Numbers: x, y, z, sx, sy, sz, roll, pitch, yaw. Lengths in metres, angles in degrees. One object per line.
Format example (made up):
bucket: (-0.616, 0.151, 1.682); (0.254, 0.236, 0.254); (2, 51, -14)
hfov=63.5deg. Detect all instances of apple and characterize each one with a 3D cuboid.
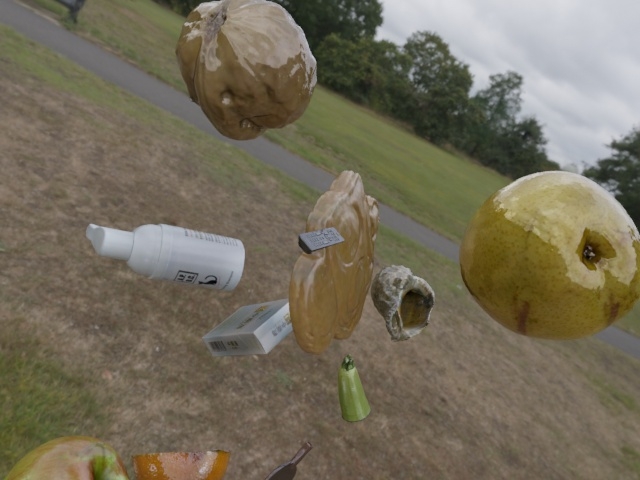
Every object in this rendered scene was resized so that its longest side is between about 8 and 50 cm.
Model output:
apple: (-0.700, 0.712, 1.404); (0.340, 0.339, 0.339); (26, 16, -8)

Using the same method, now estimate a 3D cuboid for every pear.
pear: (0.398, 0.029, 0.906); (0.314, 0.314, 0.314); (26, 16, -8)

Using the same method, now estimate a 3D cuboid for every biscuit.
biscuit: (0.045, 0.036, 0.900); (0.051, 0.269, 0.376); (5, 36, 22)

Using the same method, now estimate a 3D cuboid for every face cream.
face cream: (-0.388, 0.034, 1.295); (0.370, 0.145, 0.145); (11, 22, -29)

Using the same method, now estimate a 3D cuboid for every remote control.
remote control: (0.000, 0.000, 0.729); (0.034, 0.016, 0.091); (49, 30, 17)

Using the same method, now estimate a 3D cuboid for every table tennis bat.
table tennis bat: (-0.049, 0.565, 1.178); (0.119, 0.170, 0.107); (37, -7, 37)

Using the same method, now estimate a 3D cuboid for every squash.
squash: (0.096, 0.447, 1.595); (0.094, 0.224, 0.094); (-8, 20, 3)

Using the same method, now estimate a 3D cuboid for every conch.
conch: (0.202, 0.149, 1.259); (0.155, 0.130, 0.207); (-6, 49, 8)

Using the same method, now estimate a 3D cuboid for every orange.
orange: (-0.487, 0.808, 1.849); (0.310, 0.274, 0.274); (-24, 49, -35)

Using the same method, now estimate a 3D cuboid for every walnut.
walnut: (-0.184, -0.449, 1.359); (0.384, 0.383, 0.383); (26, 16, -8)

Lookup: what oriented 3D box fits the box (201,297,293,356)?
box: (-0.170, 0.220, 1.296); (0.155, 0.243, 0.067); (-40, 106, -42)
